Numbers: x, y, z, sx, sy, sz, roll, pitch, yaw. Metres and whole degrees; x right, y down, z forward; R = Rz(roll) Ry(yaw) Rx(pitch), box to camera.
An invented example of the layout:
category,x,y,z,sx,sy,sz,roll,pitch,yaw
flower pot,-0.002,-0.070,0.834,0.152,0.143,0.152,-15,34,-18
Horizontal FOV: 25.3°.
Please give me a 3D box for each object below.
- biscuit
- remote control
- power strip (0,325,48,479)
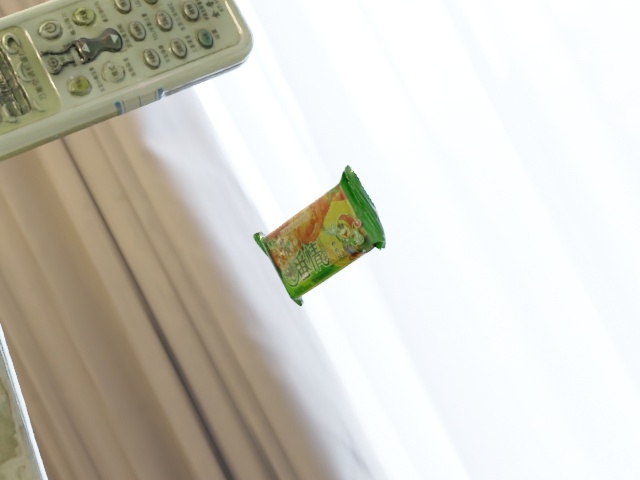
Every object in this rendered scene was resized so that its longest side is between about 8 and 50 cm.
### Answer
category,x,y,z,sx,sy,sz,roll,pitch,yaw
biscuit,0.000,0.000,0.724,0.016,0.046,0.089,-22,-9,-45
remote control,-0.232,-0.171,1.373,0.335,0.128,0.065,-24,-9,-21
power strip,-0.183,0.026,0.525,0.118,0.270,0.046,-19,10,-23
